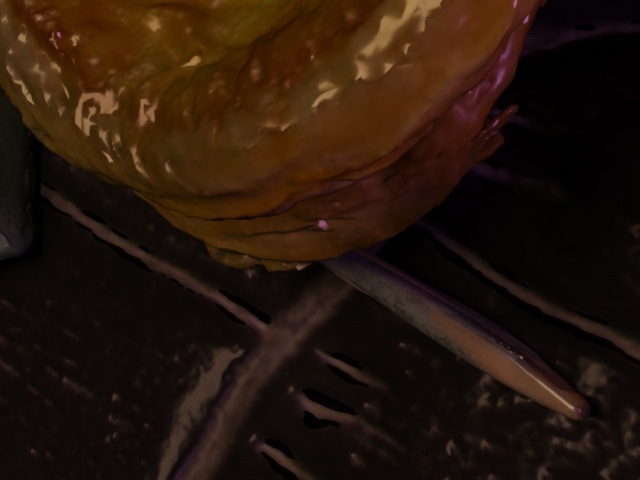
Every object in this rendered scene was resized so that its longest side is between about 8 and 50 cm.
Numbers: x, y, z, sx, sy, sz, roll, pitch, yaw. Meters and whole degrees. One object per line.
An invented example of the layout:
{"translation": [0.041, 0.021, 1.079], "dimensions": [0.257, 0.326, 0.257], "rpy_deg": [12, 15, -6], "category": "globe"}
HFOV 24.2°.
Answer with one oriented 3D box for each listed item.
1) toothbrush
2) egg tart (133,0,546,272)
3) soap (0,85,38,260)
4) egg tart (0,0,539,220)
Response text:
{"translation": [0.000, 0.000, 0.792], "dimensions": [0.375, 0.028, 0.037], "rpy_deg": [32, 106, 41], "category": "toothbrush"}
{"translation": [0.001, -0.124, 0.764], "dimensions": [0.295, 0.116, 0.294], "rpy_deg": [-8, 75, 33], "category": "egg tart"}
{"translation": [-0.302, -0.040, 1.014], "dimensions": [0.261, 0.094, 0.150], "rpy_deg": [-17, 69, 37], "category": "soap"}
{"translation": [-0.007, -0.147, 0.627], "dimensions": [0.319, 0.128, 0.319], "rpy_deg": [-10, 72, 33], "category": "egg tart"}
